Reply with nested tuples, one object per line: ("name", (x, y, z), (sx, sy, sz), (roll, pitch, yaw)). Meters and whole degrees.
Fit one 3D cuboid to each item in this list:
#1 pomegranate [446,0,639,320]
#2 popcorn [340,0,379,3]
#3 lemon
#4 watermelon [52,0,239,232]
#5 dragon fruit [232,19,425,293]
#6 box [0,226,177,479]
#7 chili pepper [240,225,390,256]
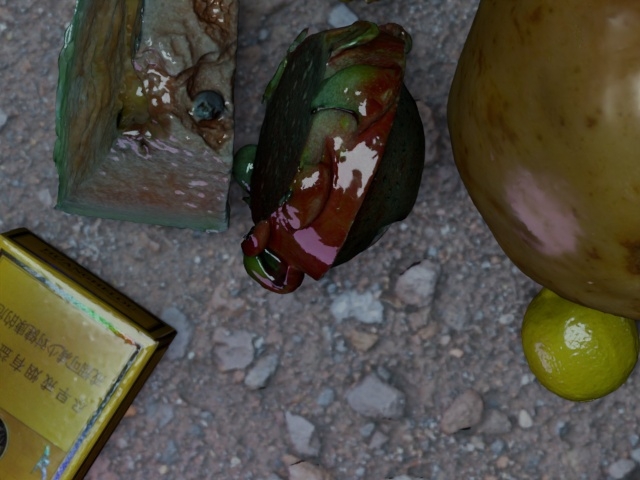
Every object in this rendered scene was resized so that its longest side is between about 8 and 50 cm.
("pomegranate", (0.295, -0.134, 1.531), (0.410, 0.410, 0.410), (1, 94, 10))
("popcorn", (0.044, -0.337, 1.633), (0.250, 0.190, 0.250), (-10, 113, -23))
("lemon", (0.241, 0.089, 1.676), (0.109, 0.109, 0.133), (-26, 107, 11))
("watermelon", (-0.136, -0.150, 1.670), (0.151, 0.302, 0.264), (8, 78, -22))
("dragon fruit", (0.010, -0.081, 1.639), (0.130, 0.295, 0.268), (16, 82, -16))
("box", (-0.306, 0.164, 1.788), (0.193, 0.084, 0.301), (34, 99, 7))
("chili pepper", (0.000, 0.000, 1.746), (0.153, 0.041, 0.050), (-19, 111, -5))
